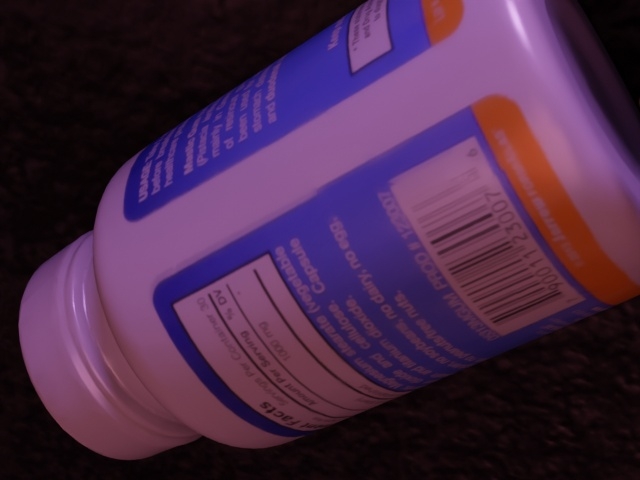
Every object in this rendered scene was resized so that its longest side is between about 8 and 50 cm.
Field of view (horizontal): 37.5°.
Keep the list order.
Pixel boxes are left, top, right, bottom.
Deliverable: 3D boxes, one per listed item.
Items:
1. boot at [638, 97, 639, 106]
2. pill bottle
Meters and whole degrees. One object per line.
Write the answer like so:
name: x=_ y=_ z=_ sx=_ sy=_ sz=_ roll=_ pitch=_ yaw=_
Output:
boot: x=0.218 y=-0.079 z=0.224 sx=0.269 sy=0.089 sz=0.236 roll=-9 pitch=106 yaw=10
pill bottle: x=0.000 y=0.000 z=0.414 sx=0.272 sy=0.152 sz=0.152 roll=-28 pitch=103 yaw=27
